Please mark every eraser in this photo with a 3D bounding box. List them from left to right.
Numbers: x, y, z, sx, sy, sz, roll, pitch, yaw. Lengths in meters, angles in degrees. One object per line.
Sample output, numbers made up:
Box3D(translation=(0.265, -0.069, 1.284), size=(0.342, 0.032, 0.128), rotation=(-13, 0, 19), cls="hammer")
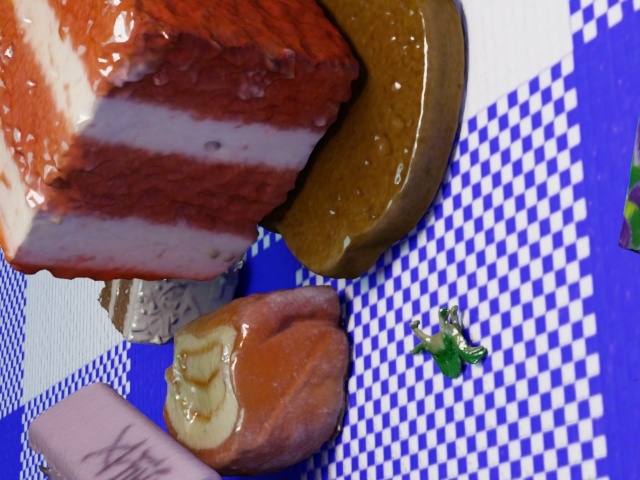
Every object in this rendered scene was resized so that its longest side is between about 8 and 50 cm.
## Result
Box3D(translation=(-0.147, 0.308, 1.505), size=(0.272, 0.122, 0.359), rotation=(60, 164, -21), cls="eraser")

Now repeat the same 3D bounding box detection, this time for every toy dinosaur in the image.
Box3D(translation=(0.104, 0.095, 1.312), size=(0.120, 0.029, 0.060), rotation=(-36, 67, 57), cls="toy dinosaur")

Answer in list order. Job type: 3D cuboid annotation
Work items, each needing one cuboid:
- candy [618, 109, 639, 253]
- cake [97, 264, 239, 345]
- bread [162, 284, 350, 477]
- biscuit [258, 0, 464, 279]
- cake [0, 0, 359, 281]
Box3D(translation=(0.264, -0.138, 0.983), size=(0.061, 0.088, 0.312), rotation=(-167, 85, -68), cls="candy")
Box3D(translation=(-0.175, 0.048, 1.747), size=(0.147, 0.135, 0.134), rotation=(-152, 72, -67), cls="cake")
Box3D(translation=(-0.075, 0.150, 1.542), size=(0.244, 0.123, 0.190), rotation=(-26, 62, 61), cls="bread")
Box3D(translation=(0.002, -0.150, 1.482), size=(0.381, 0.074, 0.358), rotation=(16, 96, 55), cls="biscuit")
Box3D(translation=(-0.178, -0.144, 1.445), size=(0.319, 0.269, 0.270), rotation=(-56, 46, 30), cls="cake")
